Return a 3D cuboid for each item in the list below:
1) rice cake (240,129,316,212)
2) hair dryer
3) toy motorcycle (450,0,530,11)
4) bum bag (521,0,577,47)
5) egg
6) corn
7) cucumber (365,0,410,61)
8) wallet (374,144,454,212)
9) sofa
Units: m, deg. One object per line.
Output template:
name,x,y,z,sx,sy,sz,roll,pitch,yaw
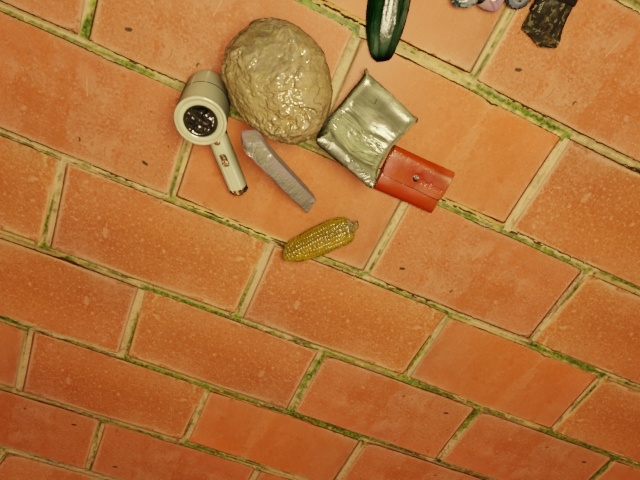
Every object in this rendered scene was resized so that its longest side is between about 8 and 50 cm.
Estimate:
rice cake,-0.102,-0.177,1.131,0.056,0.073,0.365,-36,148,8
hair dryer,-0.274,-0.259,1.151,0.128,0.203,0.362,-13,130,3
toy motorcycle,0.402,-0.648,0.998,0.204,0.108,0.239,-25,111,11
bum bag,0.587,-0.610,1.029,0.102,0.069,0.248,5,124,-8
egg,-0.099,-0.392,1.029,0.279,0.279,0.310,-38,82,16
corn,0.000,0.000,1.295,0.261,0.097,0.097,-24,111,12
cucumber,0.175,-0.583,1.057,0.115,0.063,0.244,3,115,0
wallet,0.277,-0.179,1.240,0.204,0.045,0.142,22,112,-9
sofa,0.124,-0.298,1.117,0.210,0.176,0.225,39,109,-15
